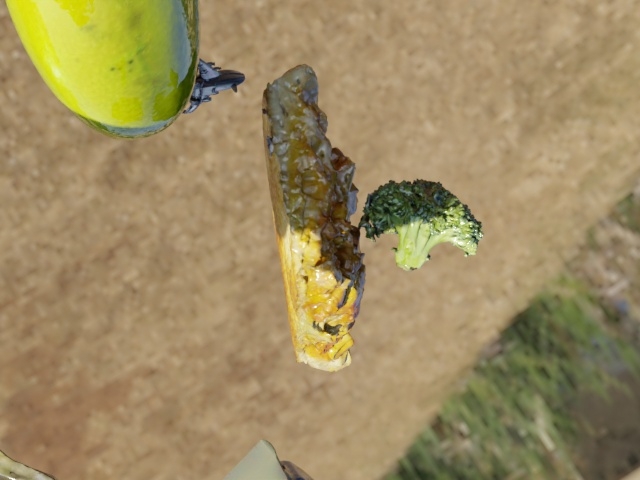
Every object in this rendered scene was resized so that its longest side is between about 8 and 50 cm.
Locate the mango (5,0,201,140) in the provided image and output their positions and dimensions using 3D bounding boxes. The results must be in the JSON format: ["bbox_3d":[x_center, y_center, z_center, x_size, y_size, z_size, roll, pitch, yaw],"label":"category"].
[{"bbox_3d":[-0.175,-0.196,1.394,0.149,0.273,0.185,-6,-149,11],"label":"mango"}]

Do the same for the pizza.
[{"bbox_3d":[0.000,0.000,1.628,0.086,0.226,0.335,-8,115,-6],"label":"pizza"}]

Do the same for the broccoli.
[{"bbox_3d":[0.096,-0.013,1.599,0.097,0.092,0.095,20,172,-40],"label":"broccoli"}]

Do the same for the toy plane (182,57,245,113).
[{"bbox_3d":[-0.113,-0.153,1.656,0.083,0.031,0.078,-5,141,-14],"label":"toy plane"}]

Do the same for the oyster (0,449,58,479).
[{"bbox_3d":[-0.217,0.164,0.943,0.100,0.275,0.271,-64,-165,-22],"label":"oyster"}]

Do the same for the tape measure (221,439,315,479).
[{"bbox_3d":[-0.046,0.368,1.630,0.138,0.262,0.259,36,92,-31],"label":"tape measure"}]
